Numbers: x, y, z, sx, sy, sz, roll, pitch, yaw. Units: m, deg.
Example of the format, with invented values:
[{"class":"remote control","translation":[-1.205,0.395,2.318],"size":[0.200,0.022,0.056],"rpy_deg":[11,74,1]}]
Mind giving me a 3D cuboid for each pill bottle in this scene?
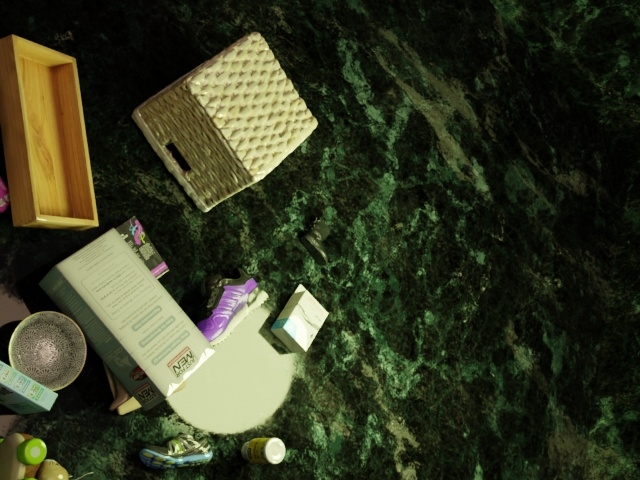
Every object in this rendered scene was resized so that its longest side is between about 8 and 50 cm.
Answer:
[{"class":"pill bottle","translation":[-0.149,0.535,1.991],"size":[0.065,0.116,0.065],"rpy_deg":[13,70,-39]}]

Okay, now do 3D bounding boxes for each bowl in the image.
[{"class":"bowl","translation":[-0.603,0.242,1.694],"size":[0.170,0.080,0.170],"rpy_deg":[12,71,-39]}]

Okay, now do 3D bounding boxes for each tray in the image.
[{"class":"tray","translation":[-0.620,-0.232,1.764],"size":[0.203,0.076,0.411],"rpy_deg":[7,73,-67]}]

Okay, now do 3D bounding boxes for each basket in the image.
[{"class":"basket","translation":[-0.236,-0.312,2.047],"size":[0.328,0.266,0.331],"rpy_deg":[55,48,-15]}]

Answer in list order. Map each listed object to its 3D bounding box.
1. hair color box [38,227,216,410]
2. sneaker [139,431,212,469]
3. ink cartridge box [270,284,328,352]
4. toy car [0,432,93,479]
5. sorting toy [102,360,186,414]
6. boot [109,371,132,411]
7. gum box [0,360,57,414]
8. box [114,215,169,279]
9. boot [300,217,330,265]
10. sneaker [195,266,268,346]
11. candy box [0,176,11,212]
[{"class":"hair color box","translation":[-0.434,0.177,1.779],"size":[0.374,0.113,0.185],"rpy_deg":[51,43,-3]},{"class":"sneaker","translation":[-0.348,0.500,1.871],"size":[0.188,0.067,0.078],"rpy_deg":[8,52,-38]},{"class":"ink cartridge box","translation":[-0.050,0.214,2.205],"size":[0.104,0.060,0.180],"rpy_deg":[48,52,-21]},{"class":"toy car","translation":[-0.572,0.478,1.618],"size":[0.188,0.155,0.149],"rpy_deg":[19,66,-47]},{"class":"sorting toy","translation":[-0.429,0.287,1.871],"size":[0.193,0.038,0.208],"rpy_deg":[-17,94,-43]},{"class":"boot","translation":[-0.455,0.321,1.792],"size":[0.118,0.042,0.087],"rpy_deg":[-38,102,-40]},{"class":"gum box","translation":[-0.648,0.289,1.588],"size":[0.184,0.157,0.041],"rpy_deg":[39,55,-27]},{"class":"box","translation":[-0.457,0.037,1.914],"size":[0.116,0.029,0.162],"rpy_deg":[-41,107,-41]},{"class":"boot","translation":[0.000,0.000,2.321],"size":[0.121,0.045,0.099],"rpy_deg":[53,47,-17]},{"class":"sneaker","translation":[-0.271,0.170,2.004],"size":[0.146,0.102,0.293],"rpy_deg":[56,44,-9]},{"class":"candy box","translation":[-0.777,-0.078,1.632],"size":[0.159,0.071,0.233],"rpy_deg":[55,50,-17]}]
